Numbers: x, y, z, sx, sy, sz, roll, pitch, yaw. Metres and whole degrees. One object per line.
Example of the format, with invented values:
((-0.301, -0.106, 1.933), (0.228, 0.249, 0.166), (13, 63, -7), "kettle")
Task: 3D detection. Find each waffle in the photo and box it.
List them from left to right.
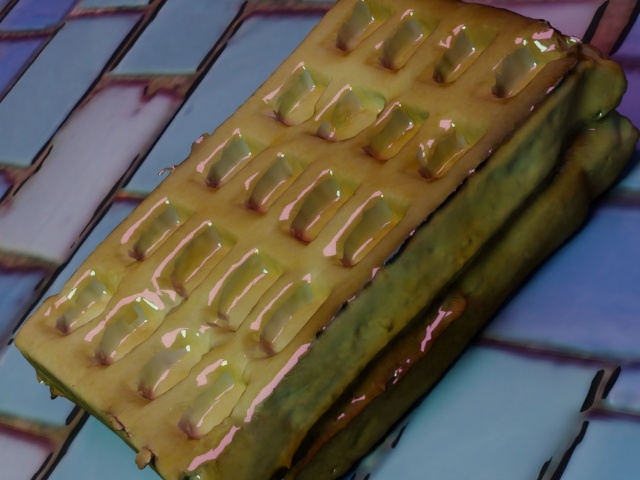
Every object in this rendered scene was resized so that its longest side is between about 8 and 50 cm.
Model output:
((0.000, 0.000, 0.762), (0.328, 0.098, 0.224), (-47, 38, -13), "waffle")
